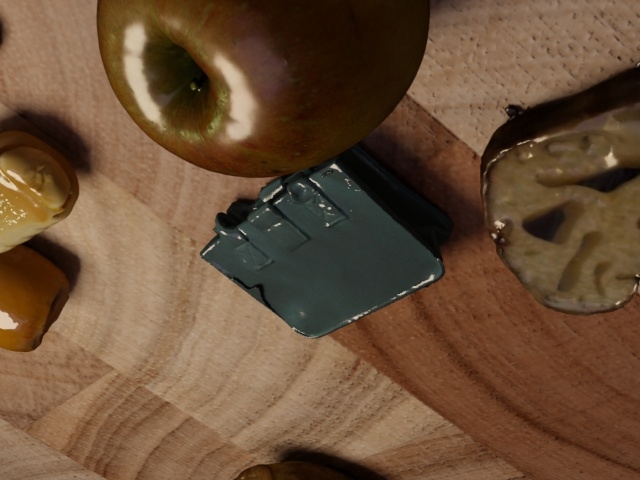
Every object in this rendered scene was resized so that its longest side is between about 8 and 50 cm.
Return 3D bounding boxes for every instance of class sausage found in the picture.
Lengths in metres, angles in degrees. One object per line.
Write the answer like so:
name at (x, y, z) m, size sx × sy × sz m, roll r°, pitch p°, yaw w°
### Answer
sausage at (-0.470, 0.009, 1.064) m, size 0.354 × 0.116 × 0.134 m, roll 28°, pitch 149°, yaw -5°

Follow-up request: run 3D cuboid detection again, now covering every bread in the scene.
bread at (-0.331, -0.053, 0.956) m, size 0.177 × 0.084 × 0.119 m, roll -19°, pitch 129°, yaw 35°

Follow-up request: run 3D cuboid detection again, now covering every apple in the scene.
apple at (-0.036, -0.157, 0.659) m, size 0.237 × 0.207 × 0.237 m, roll 24°, pitch 137°, yaw 24°

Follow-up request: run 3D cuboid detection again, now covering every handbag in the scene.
handbag at (0.000, 0.000, 0.910) m, size 0.179 × 0.062 × 0.229 m, roll 40°, pitch 136°, yaw -18°

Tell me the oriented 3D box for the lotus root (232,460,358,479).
lotus root at (0.000, 0.412, 1.281) m, size 0.291 × 0.193 × 0.193 m, roll 41°, pitch 135°, yaw -18°

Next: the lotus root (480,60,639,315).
lotus root at (0.218, -0.043, 0.766) m, size 0.170 × 0.074 × 0.260 m, roll 9°, pitch 138°, yaw 16°
